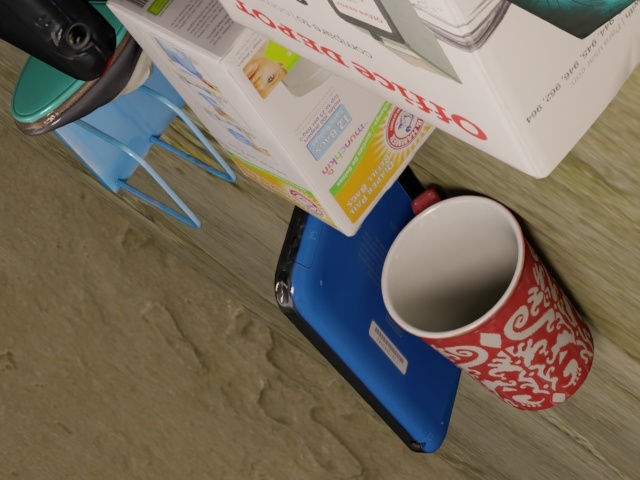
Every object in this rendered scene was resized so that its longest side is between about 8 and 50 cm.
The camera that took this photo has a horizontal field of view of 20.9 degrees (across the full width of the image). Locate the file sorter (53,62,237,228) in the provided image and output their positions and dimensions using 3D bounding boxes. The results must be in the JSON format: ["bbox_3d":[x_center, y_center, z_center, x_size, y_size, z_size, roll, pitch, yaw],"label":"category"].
[{"bbox_3d":[-0.086,-0.111,1.162,0.104,0.170,0.118,28,166,33],"label":"file sorter"}]

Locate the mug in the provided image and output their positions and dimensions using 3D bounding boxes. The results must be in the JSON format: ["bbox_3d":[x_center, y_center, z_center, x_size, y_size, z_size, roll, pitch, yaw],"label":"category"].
[{"bbox_3d":[0.136,0.039,1.311,0.113,0.150,0.169,-11,147,28],"label":"mug"}]

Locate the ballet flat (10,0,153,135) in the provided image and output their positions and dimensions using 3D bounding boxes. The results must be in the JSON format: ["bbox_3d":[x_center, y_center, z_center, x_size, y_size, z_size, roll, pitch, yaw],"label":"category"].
[{"bbox_3d":[-0.121,-0.139,1.078,0.074,0.203,0.074,20,160,8],"label":"ballet flat"}]

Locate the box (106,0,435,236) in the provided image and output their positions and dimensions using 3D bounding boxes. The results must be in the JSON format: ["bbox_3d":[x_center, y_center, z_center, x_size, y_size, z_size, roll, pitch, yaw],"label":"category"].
[{"bbox_3d":[-0.019,-0.111,1.062,0.103,0.114,0.203,30,166,36],"label":"box"}]

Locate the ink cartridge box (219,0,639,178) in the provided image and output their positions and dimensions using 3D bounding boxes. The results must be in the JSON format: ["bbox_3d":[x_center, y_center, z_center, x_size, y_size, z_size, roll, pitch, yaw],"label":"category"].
[{"bbox_3d":[0.011,-0.166,0.676,0.198,0.115,0.273,32,168,35],"label":"ink cartridge box"}]

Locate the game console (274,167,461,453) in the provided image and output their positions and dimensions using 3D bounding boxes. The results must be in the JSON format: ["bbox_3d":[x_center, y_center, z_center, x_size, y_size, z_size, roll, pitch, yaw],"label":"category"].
[{"bbox_3d":[0.000,0.000,1.385,0.173,0.250,0.293,1,151,29],"label":"game console"}]

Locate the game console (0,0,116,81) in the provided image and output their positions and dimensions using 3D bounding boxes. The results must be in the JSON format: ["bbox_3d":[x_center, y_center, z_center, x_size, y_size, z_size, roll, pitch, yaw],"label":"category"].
[{"bbox_3d":[-0.298,-0.238,0.837,0.342,0.060,0.386,35,173,41],"label":"game console"}]

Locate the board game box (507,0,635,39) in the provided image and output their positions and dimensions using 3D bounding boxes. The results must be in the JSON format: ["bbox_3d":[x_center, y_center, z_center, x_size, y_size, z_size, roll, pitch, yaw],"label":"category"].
[{"bbox_3d":[0.060,-0.132,0.513,0.186,0.026,0.126,19,140,-36],"label":"board game box"}]
